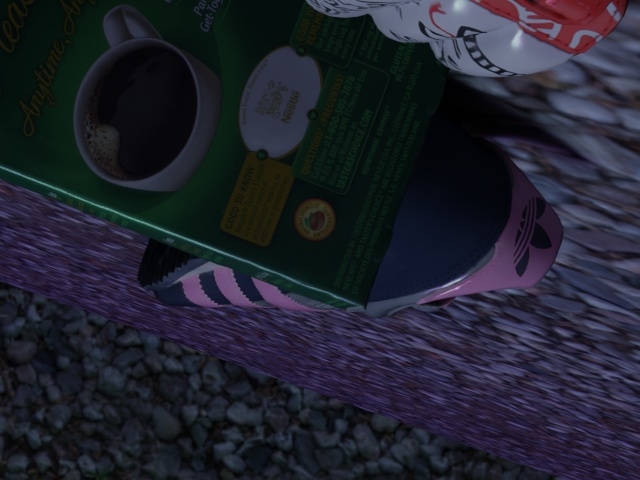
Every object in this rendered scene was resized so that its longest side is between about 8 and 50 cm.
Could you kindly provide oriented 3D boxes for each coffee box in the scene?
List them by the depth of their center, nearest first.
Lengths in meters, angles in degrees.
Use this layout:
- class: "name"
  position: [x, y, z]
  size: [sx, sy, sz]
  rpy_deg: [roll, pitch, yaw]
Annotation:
- class: "coffee box"
  position: [-0.052, -0.057, 0.569]
  size: [0.184, 0.113, 0.040]
  rpy_deg: [20, 173, -7]

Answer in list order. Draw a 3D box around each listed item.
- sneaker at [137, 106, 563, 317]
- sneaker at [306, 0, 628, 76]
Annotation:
- class: "sneaker"
  position: [0.000, 0.000, 0.771]
  size: [0.131, 0.112, 0.319]
  rpy_deg: [26, 170, -17]
- class: "sneaker"
  position: [0.006, -0.102, 0.279]
  size: [0.145, 0.090, 0.270]
  rpy_deg: [19, 174, 0]
